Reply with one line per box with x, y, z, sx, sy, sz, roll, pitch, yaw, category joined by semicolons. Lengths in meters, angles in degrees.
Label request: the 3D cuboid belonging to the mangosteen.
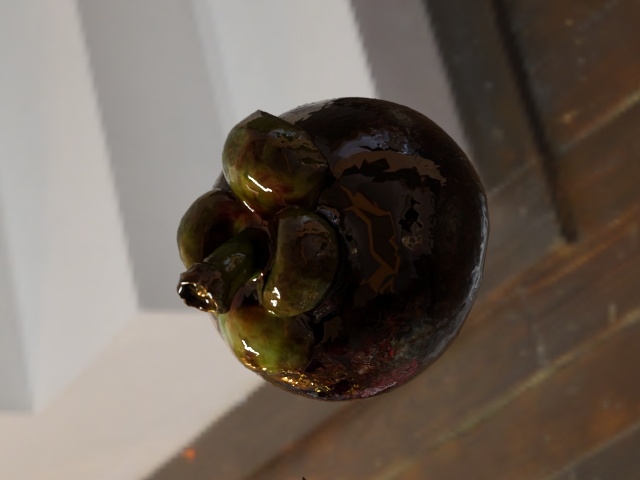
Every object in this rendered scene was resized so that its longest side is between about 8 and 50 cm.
0.010;0.003;1.882;0.330;0.330;0.330;-7;82;55;mangosteen

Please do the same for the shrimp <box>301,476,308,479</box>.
-0.009;0.337;1.970;0.124;0.034;0.178;-53;42;20;shrimp
